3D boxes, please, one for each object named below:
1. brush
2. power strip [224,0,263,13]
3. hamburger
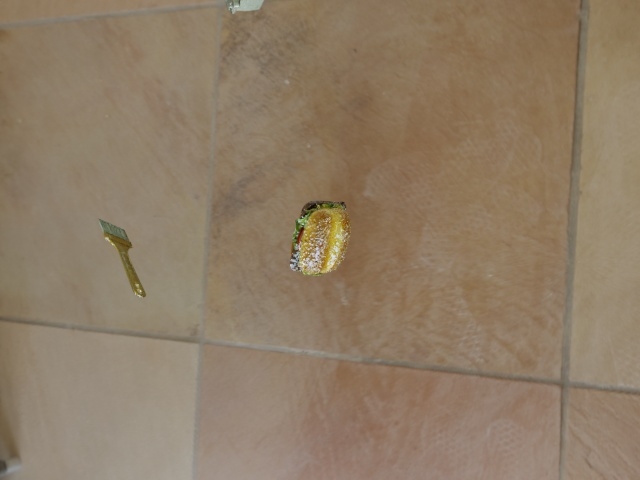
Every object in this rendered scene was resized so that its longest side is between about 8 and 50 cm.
[{"bbox_3d":[-0.427,0.040,1.429,0.010,0.082,0.218,-41,57,13],"label":"brush"},{"bbox_3d":[-0.122,-0.426,0.860,0.052,0.078,0.272,-8,73,-23],"label":"power strip"},{"bbox_3d":[0.000,0.000,1.354,0.087,0.137,0.166,35,119,47],"label":"hamburger"}]
